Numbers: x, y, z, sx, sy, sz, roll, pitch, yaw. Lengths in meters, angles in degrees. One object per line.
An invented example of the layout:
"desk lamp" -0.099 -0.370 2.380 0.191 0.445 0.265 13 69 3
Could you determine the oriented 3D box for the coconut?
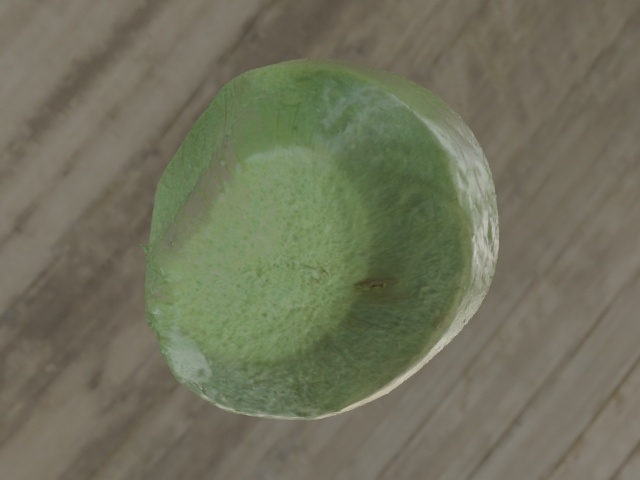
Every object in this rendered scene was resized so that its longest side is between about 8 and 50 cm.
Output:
"coconut" 0.000 0.000 1.309 0.328 0.281 0.328 8 -90 -78
